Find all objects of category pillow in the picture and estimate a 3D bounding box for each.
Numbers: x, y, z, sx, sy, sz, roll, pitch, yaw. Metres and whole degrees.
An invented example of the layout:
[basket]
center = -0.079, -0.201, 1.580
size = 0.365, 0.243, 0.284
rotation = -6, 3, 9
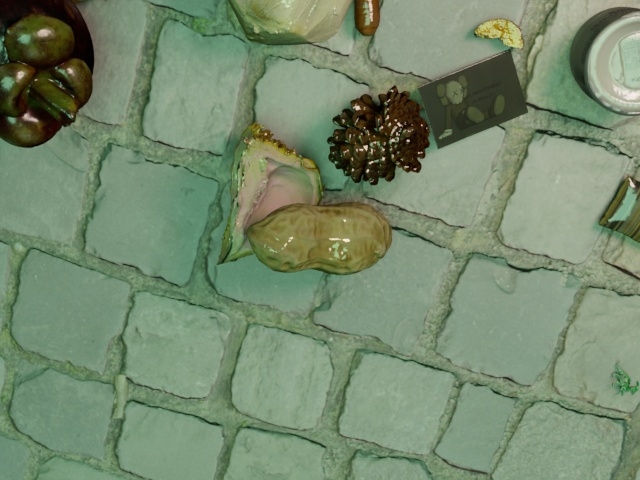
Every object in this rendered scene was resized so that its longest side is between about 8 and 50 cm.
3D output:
[pillow]
center = 0.656, -0.037, 1.663
size = 0.204, 0.038, 0.113
rotation = 26, 107, -5

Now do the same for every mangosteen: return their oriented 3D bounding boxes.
[mangosteen]
center = -0.535, -0.313, 1.514
size = 0.347, 0.307, 0.306
rotation = 41, 116, 36

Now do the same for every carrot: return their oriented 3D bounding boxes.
[carrot]
center = 0.085, -0.481, 1.552
size = 0.048, 0.048, 0.216
rotation = 1, 105, 5

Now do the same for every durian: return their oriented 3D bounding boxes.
[durian]
center = -0.088, -0.084, 1.662
size = 0.196, 0.185, 0.305
rotation = 3, 119, -15

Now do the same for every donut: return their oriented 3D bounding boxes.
[donut]
center = 0.326, -0.376, 1.569
size = 0.083, 0.038, 0.067
rotation = -13, 111, 15

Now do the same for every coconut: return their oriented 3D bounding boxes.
[coconut]
center = -0.054, -0.442, 1.486
size = 0.227, 0.227, 0.230
rotation = 26, 109, -4

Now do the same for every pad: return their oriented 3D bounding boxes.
[pad]
center = 0.288, -0.264, 1.607
size = 0.190, 0.004, 0.127
rotation = -23, 108, -2

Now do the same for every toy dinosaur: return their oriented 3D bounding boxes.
[toy dinosaur]
center = 0.643, 0.293, 1.794
size = 0.062, 0.021, 0.083
rotation = 7, 115, -5

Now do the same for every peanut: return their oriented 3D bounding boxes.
[peanut]
center = 0.000, 0.000, 1.624
size = 0.153, 0.325, 0.140
rotation = 51, 129, 33

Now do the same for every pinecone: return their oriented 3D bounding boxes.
[pinecone]
center = 0.106, -0.191, 1.594
size = 0.195, 0.150, 0.179
rotation = -30, 123, 16

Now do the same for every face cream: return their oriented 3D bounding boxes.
[face cream]
center = 0.541, -0.318, 1.509
size = 0.177, 0.153, 0.177
rotation = 1, 109, 4

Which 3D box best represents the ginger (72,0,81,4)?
[ginger]
center = -0.441, -0.537, 1.547
size = 0.157, 0.102, 0.216
rotation = 9, 119, 31
